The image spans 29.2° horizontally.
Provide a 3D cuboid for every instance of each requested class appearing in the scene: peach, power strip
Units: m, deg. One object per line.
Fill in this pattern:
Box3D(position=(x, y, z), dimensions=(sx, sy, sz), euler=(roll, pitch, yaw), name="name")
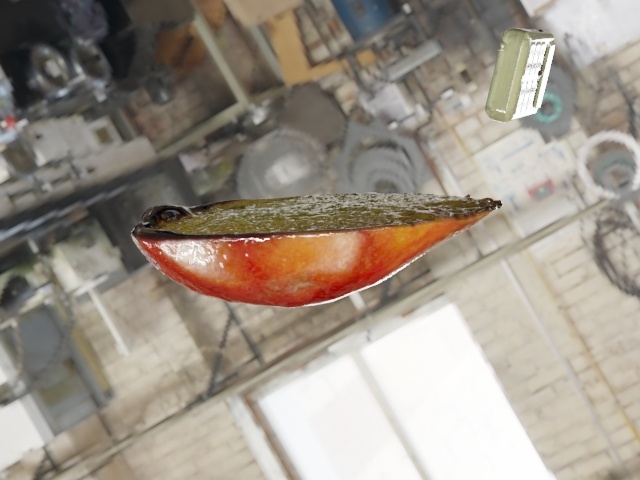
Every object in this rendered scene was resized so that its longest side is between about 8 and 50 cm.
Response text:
Box3D(position=(-0.001, 0.004, 0.936), dimensions=(0.279, 0.068, 0.189), euler=(-1, -165, 8), name="peach")
Box3D(position=(0.171, -0.141, 1.036), dimensions=(0.028, 0.076, 0.169), euler=(15, -167, 15), name="power strip")
